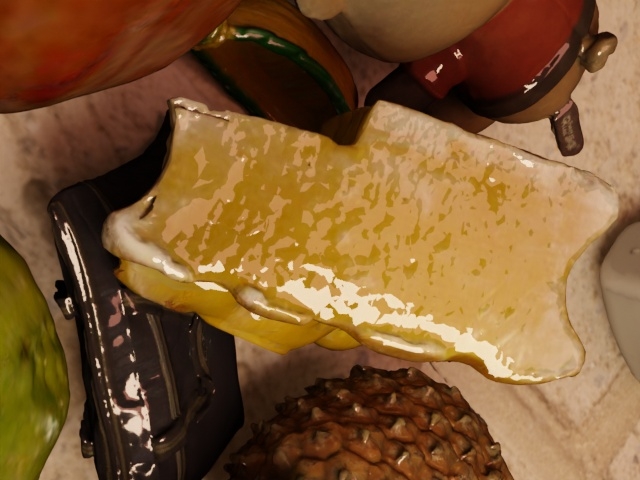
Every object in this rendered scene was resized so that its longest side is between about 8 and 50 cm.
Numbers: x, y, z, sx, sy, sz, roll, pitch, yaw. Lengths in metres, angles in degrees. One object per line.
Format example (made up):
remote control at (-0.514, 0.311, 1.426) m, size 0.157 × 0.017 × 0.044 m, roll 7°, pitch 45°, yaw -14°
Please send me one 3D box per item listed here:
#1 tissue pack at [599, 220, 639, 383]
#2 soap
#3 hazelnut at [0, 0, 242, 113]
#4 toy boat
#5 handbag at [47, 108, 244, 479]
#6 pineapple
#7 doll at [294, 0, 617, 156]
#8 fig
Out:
tissue pack at (0.430, 0.027, 1.295) m, size 0.333 × 0.229 × 0.236 m, roll -45°, pitch 121°, yaw -20°
soap at (0.000, 0.000, 1.003) m, size 0.304 × 0.339 × 0.169 m, roll 17°, pitch 85°, yaw -10°
hazelnut at (-0.161, -0.253, 0.783) m, size 0.366 × 0.366 × 0.365 m, roll -7°, pitch 102°, yaw -35°
toy boat at (-0.034, -0.108, 1.019) m, size 0.229 × 0.089 × 0.088 m, roll 49°, pitch 47°, yaw -41°
handbag at (-0.113, 0.061, 0.963) m, size 0.211 × 0.089 × 0.254 m, roll -54°, pitch 138°, yaw -64°
pineapple at (-0.006, 0.203, 0.971) m, size 0.362 × 0.202 × 0.202 m, roll -14°, pitch 108°, yaw -60°
doll at (0.101, -0.190, 1.026) m, size 0.330 × 0.174 × 0.235 m, roll 39°, pitch 78°, yaw -48°
fig at (-0.223, 0.073, 0.805) m, size 0.233 × 0.314 × 0.233 m, roll 20°, pitch 58°, yaw -36°
